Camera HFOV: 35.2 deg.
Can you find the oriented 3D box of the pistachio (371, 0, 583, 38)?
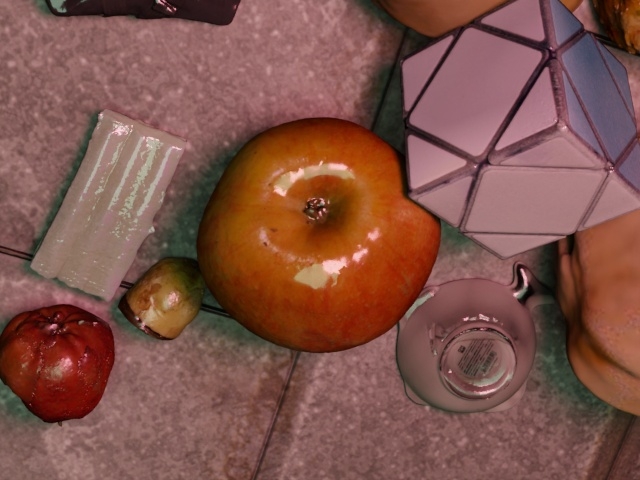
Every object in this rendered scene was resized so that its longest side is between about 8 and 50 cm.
[{"bbox_3d":[0.173,-0.335,1.190,0.288,0.166,0.197,3,114,-9],"label":"pistachio"}]

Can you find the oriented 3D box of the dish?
[{"bbox_3d":[0.216,0.145,1.366,0.224,0.078,0.246,44,96,-13],"label":"dish"}]

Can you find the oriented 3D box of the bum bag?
[{"bbox_3d":[-0.210,-0.324,1.212,0.248,0.060,0.123,1,103,-7],"label":"bum bag"}]

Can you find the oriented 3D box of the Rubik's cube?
[{"bbox_3d":[0.232,-0.127,1.166,0.207,0.205,0.205,-22,144,34],"label":"Rubik's cube"}]

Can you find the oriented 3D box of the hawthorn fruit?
[{"bbox_3d":[-0.337,0.166,1.289,0.148,0.148,0.172,2,123,-6],"label":"hawthorn fruit"}]

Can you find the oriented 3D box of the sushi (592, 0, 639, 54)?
[{"bbox_3d":[0.438,-0.350,1.229,0.184,0.139,0.274,-5,108,-6],"label":"sushi"}]

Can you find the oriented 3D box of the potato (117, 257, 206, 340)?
[{"bbox_3d":[-0.196,0.071,1.313,0.096,0.066,0.103,33,97,-16],"label":"potato"}]

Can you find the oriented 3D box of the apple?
[{"bbox_3d":[0.000,0.000,1.210,0.301,0.301,0.302,-1,104,-5],"label":"apple"}]

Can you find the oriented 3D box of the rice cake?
[{"bbox_3d":[-0.267,-0.045,1.286,0.127,0.043,0.237,24,102,-12],"label":"rice cake"}]

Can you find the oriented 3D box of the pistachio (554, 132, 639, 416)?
[{"bbox_3d":[0.476,0.015,1.274,0.365,0.281,0.445,39,85,-1],"label":"pistachio"}]
